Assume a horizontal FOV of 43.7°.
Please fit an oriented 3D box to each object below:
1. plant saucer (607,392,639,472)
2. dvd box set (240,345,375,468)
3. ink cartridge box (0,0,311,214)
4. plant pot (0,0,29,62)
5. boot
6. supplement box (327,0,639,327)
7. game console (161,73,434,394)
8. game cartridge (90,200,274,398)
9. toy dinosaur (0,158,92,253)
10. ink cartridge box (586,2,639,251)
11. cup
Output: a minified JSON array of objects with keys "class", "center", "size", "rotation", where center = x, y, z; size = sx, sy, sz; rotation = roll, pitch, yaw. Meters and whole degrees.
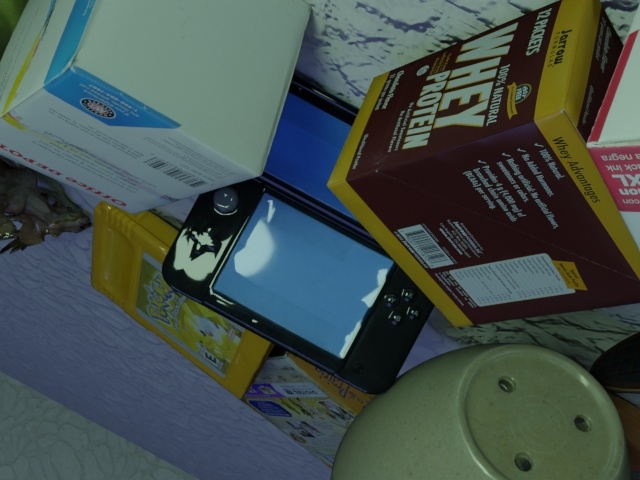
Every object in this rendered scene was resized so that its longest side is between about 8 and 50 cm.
[{"class":"plant saucer","center":[0.351,0.253,1.056],"size":[0.200,0.037,0.200],"rotation":[21,151,12]},{"class":"dvd box set","center":[0.005,0.308,1.436],"size":[0.420,0.062,0.308],"rotation":[42,149,-23]},{"class":"ink cartridge box","center":[-0.159,-0.143,0.689],"size":[0.171,0.168,0.233],"rotation":[28,156,-34]},{"class":"plant pot","center":[-0.429,-0.178,0.760],"size":[0.276,0.253,0.276],"rotation":[9,149,5]},{"class":"boot","center":[0.380,0.142,0.799],"size":[0.106,0.082,0.219],"rotation":[40,148,-15]},{"class":"supplement box","center":[0.150,-0.049,0.613],"size":[0.194,0.129,0.191],"rotation":[-14,131,41]},{"class":"game console","center":[0.000,0.000,0.826],"size":[0.293,0.250,0.173],"rotation":[28,179,2]},{"class":"game cartridge","center":[-0.215,0.091,1.225],"size":[0.324,0.052,0.285],"rotation":[34,147,5]},{"class":"toy dinosaur","center":[-0.497,-0.083,1.191],"size":[0.296,0.127,0.200],"rotation":[39,158,-7]},{"class":"ink cartridge box","center":[0.271,-0.041,0.495],"size":[0.100,0.172,0.237],"rotation":[0,141,43]},{"class":"cup","center":[0.190,0.240,0.849],"size":[0.331,0.331,0.237],"rotation":[24,143,9]}]
